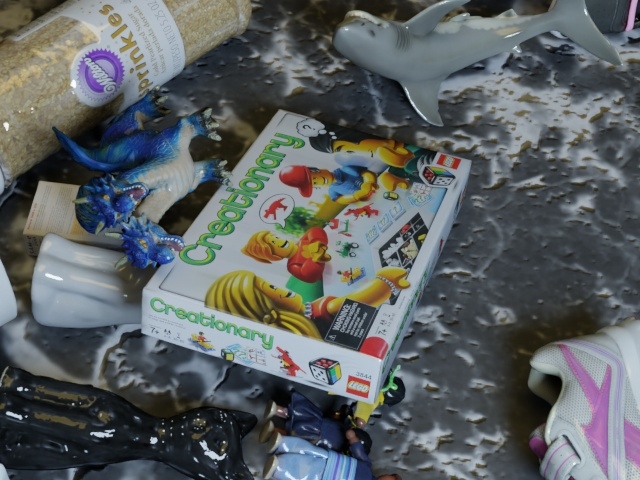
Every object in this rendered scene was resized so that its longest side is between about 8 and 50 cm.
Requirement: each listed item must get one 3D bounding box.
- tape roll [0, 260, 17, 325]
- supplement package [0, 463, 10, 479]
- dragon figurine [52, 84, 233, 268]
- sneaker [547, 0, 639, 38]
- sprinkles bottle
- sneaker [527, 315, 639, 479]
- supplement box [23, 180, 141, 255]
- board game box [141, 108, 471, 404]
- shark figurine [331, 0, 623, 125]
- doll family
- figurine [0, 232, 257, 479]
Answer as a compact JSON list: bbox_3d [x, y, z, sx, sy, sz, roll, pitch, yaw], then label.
[{"bbox_3d":[-0.377,0.000,0.973,0.169,0.246,0.246,-31,62,-21],"label":"tape roll"},{"bbox_3d":[-0.328,0.263,0.849,0.194,0.149,0.203,6,54,3],"label":"supplement package"},{"bbox_3d":[-0.173,-0.062,1.034,0.144,0.085,0.289,-27,31,-27],"label":"dragon figurine"},{"bbox_3d":[0.378,-0.250,1.250,0.296,0.104,0.147,-24,54,-22],"label":"sneaker"},{"bbox_3d":[-0.232,-0.165,1.165,0.355,0.121,0.121,-38,64,-25],"label":"sprinkles bottle"},{"bbox_3d":[0.224,0.180,0.961,0.111,0.103,0.252,-6,49,-1],"label":"sneaker"},{"bbox_3d":[-0.213,-0.015,1.112,0.098,0.036,0.062,7,54,2],"label":"supplement box"},{"bbox_3d":[0.000,0.000,1.041,0.193,0.053,0.305,16,37,11],"label":"board game box"},{"bbox_3d":[0.136,-0.174,1.206,0.278,0.166,0.116,-8,87,-13],"label":"shark figurine"},{"bbox_3d":[0.018,0.140,0.989,0.111,0.076,0.193,22,62,-14],"label":"doll family"},{"bbox_3d":[-0.144,0.099,1.016,0.209,0.092,0.215,11,55,-5],"label":"figurine"}]
